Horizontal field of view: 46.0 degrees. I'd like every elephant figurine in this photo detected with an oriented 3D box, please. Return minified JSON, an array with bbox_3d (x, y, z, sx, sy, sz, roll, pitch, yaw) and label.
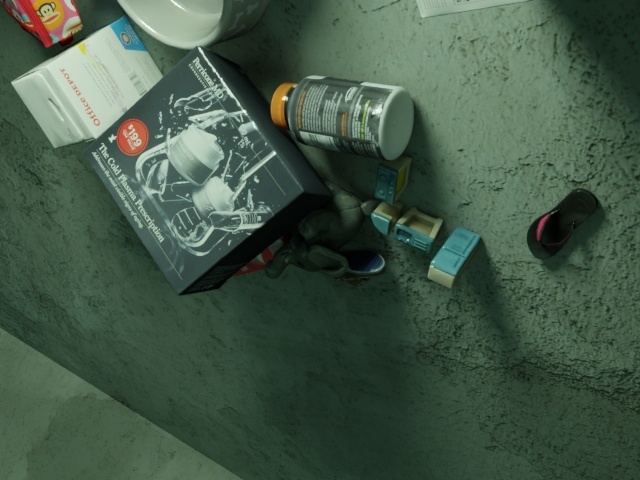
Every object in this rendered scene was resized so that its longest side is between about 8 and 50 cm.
[{"bbox_3d":[0.000,0.000,1.584,0.186,0.169,0.239,36,139,31],"label":"elephant figurine"}]

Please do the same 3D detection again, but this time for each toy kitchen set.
[{"bbox_3d":[0.190,-0.042,1.400,0.207,0.122,0.166,25,140,20],"label":"toy kitchen set"}]

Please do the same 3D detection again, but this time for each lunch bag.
[{"bbox_3d":[-0.597,-0.516,1.547,0.293,0.120,0.258,37,159,49],"label":"lunch bag"}]

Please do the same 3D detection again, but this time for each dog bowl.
[{"bbox_3d":[-0.256,-0.500,1.348,0.349,0.102,0.349,24,140,21],"label":"dog bowl"}]

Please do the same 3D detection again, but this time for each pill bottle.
[{"bbox_3d":[0.032,-0.225,1.348,0.246,0.130,0.130,15,136,30],"label":"pill bottle"}]

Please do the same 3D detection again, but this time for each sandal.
[{"bbox_3d":[0.407,-0.023,1.298,0.067,0.040,0.179,36,143,6],"label":"sandal"}]

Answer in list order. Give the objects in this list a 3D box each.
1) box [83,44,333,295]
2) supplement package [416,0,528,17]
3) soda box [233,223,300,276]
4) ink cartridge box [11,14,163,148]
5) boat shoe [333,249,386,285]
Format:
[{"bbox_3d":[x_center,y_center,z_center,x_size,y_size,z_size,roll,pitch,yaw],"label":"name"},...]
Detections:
[{"bbox_3d":[-0.212,-0.127,1.427,0.312,0.179,0.343,-39,79,14],"label":"box"},{"bbox_3d":[0.208,-0.419,0.892,0.145,0.262,0.204,4,130,39],"label":"supplement package"},{"bbox_3d":[-0.139,0.012,1.772,0.263,0.083,0.092,-15,116,47],"label":"soda box"},{"bbox_3d":[-0.490,-0.333,1.605,0.168,0.232,0.171,-5,123,43],"label":"ink cartridge box"},{"bbox_3d":[0.081,0.062,1.654,0.183,0.066,0.066,6,137,50],"label":"boat shoe"}]
